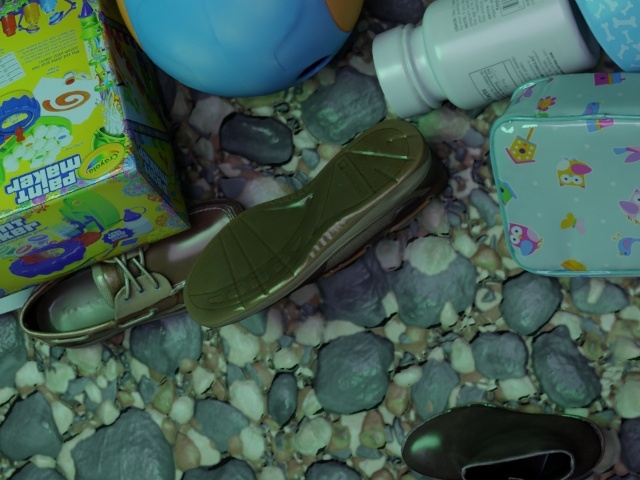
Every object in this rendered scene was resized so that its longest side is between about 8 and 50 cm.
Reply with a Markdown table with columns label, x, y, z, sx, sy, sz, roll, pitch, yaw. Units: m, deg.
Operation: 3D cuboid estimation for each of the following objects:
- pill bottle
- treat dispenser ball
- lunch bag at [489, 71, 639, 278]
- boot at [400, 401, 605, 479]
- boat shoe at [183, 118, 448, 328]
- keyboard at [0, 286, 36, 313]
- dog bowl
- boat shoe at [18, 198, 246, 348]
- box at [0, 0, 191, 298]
| label | x | y | z | sx | sy | sz | roll | pitch | yaw |
| --- | --- | --- | --- | --- | --- | --- | --- | --- | --- |
| pill bottle | 0.182 | -0.217 | 1.797 | 0.229 | 0.131 | 0.131 | -18 | 85 | 21 |
| treat dispenser ball | -0.089 | -0.305 | 1.815 | 0.288 | 0.288 | 0.288 | 1 | 92 | 21 |
| lunch bag | 0.322 | -0.064 | 1.728 | 0.279 | 0.108 | 0.224 | 0 | 125 | 24 |
| boot | 0.180 | 0.230 | 1.771 | 0.248 | 0.207 | 0.090 | -7 | 89 | 21 |
| boat shoe | 0.000 | 0.000 | 1.879 | 0.342 | 0.123 | 0.123 | -39 | 53 | 9 |
| keyboard | -0.476 | 0.084 | 2.108 | 0.256 | 0.014 | 0.072 | -17 | 57 | 21 |
| dog bowl | 0.310 | -0.308 | 1.735 | 0.074 | 0.166 | 0.297 | -30 | 81 | 31 |
| boat shoe | -0.227 | 0.049 | 1.972 | 0.324 | 0.116 | 0.123 | -30 | 81 | 19 |
| box | -0.340 | -0.115 | 1.906 | 0.290 | 0.177 | 0.279 | -19 | 63 | 9 |
